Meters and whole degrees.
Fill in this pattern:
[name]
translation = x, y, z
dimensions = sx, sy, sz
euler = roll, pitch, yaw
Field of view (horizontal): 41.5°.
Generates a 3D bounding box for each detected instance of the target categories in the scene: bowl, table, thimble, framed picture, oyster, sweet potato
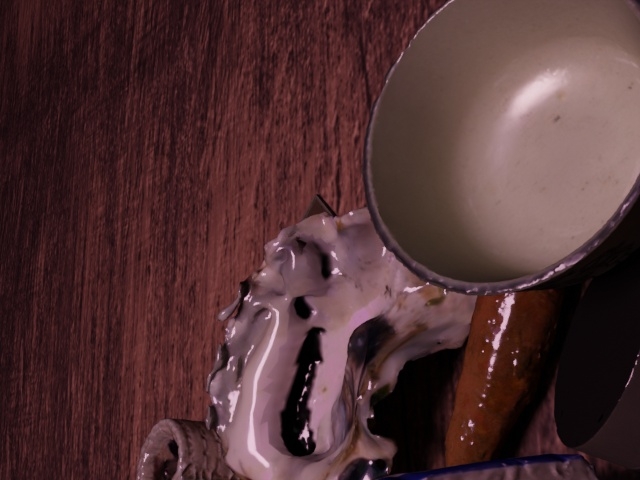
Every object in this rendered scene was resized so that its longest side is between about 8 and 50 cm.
[bowl]
translation = 0.140, -0.058, 0.539
dimensions = 0.211, 0.112, 0.211
euler = -18, 64, 42
[table]
translation = 0.191, 0.071, 0.524
dimensions = 0.133, 0.043, 0.133
euler = 18, -90, -90
[thimble]
translation = -0.142, 0.252, 0.939
dimensions = 0.115, 0.090, 0.102
euler = -14, 66, 52
[framed picture]
translation = 0.000, 0.000, 0.890
dimensions = 0.066, 0.007, 0.089
euler = -62, 39, 21
[oyster]
translation = 0.011, 0.125, 0.759
dimensions = 0.238, 0.115, 0.351
euler = 29, 108, 44
[sweet potato]
translation = 0.146, 0.064, 0.631
dimensions = 0.072, 0.066, 0.314
euler = -165, 86, -71

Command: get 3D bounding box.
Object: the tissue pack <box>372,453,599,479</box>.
[tissue pack]
translation = 0.043, 0.243, 0.560
dimensions = 0.269, 0.209, 0.137
euler = -49, 50, 51
